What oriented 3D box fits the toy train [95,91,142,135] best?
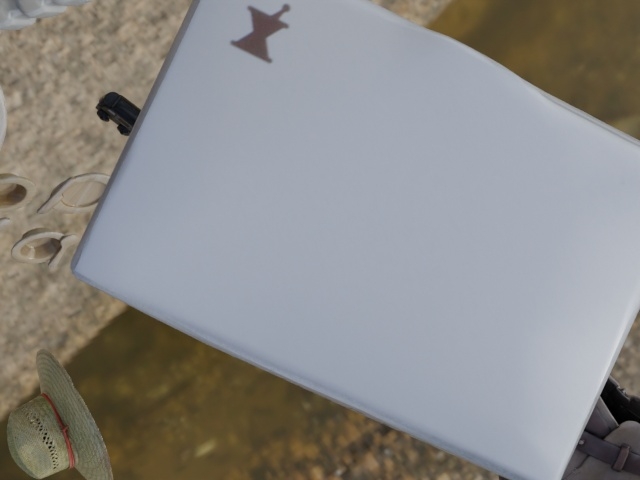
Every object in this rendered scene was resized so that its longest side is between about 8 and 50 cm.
[{"bbox_3d":[-0.134,-0.083,1.104,0.158,0.036,0.027,36,63,-12],"label":"toy train"}]

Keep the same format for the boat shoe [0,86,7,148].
[{"bbox_3d":[-0.450,-0.105,1.338,0.127,0.158,0.340,0,140,-38],"label":"boat shoe"}]

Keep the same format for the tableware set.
[{"bbox_3d":[-0.270,-0.021,1.105,0.168,0.020,0.141,4,146,-43],"label":"tableware set"}]

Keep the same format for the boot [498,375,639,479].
[{"bbox_3d":[0.145,0.119,0.591,0.087,0.118,0.042,-52,179,35],"label":"boot"}]

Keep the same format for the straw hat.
[{"bbox_3d":[-0.247,0.175,1.086,0.061,0.144,0.145,-25,136,-28],"label":"straw hat"}]

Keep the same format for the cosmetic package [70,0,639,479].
[{"bbox_3d":[0.000,0.000,0.716,0.230,0.453,0.162,26,84,-5],"label":"cosmetic package"}]

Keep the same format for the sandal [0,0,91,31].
[{"bbox_3d":[-0.128,-0.257,0.874,0.416,0.102,0.169,-21,179,5],"label":"sandal"}]
